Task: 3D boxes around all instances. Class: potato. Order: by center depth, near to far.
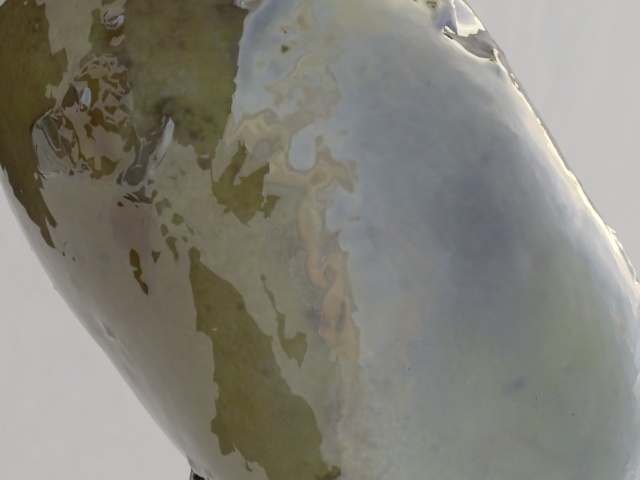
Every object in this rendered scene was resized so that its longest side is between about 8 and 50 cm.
[{"bbox_3d":[0.000,0.000,0.576,0.165,0.262,0.165,-36,-173,5],"label":"potato"}]

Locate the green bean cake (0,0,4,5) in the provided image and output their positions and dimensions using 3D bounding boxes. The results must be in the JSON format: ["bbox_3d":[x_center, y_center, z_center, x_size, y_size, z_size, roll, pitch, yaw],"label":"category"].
[{"bbox_3d":[-0.133,-0.134,0.326,0.310,0.202,0.285,-62,172,18],"label":"green bean cake"}]
